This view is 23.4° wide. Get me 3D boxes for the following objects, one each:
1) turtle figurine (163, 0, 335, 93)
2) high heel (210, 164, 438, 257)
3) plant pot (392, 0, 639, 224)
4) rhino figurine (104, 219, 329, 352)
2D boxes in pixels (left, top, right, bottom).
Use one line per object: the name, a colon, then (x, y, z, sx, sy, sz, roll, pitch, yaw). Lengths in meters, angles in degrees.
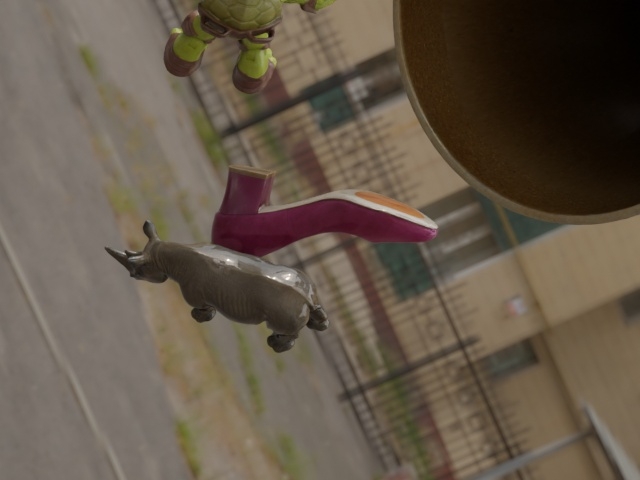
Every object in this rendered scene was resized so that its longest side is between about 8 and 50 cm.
turtle figurine: (-0.062, -0.213, 1.415, 0.217, 0.269, 0.087, 118, -32, -63)
high heel: (0.000, 0.000, 1.639, 0.082, 0.244, 0.117, -34, 135, -75)
plant pot: (0.213, -0.148, 0.974, 0.254, 0.237, 0.237, -17, 81, -52)
rhino figurine: (-0.110, 0.042, 1.591, 0.106, 0.243, 0.073, 88, 22, -65)
